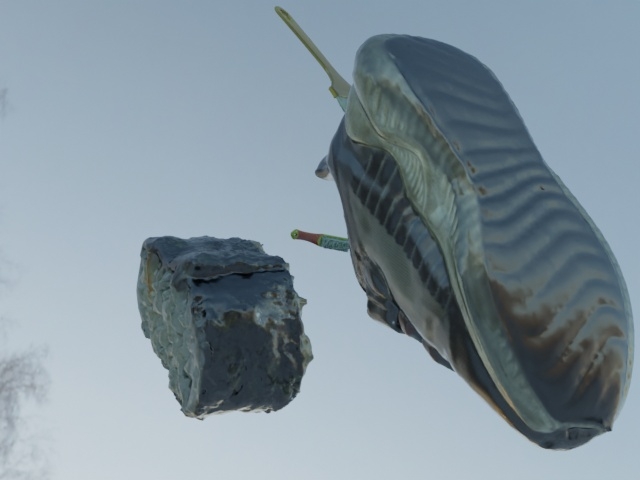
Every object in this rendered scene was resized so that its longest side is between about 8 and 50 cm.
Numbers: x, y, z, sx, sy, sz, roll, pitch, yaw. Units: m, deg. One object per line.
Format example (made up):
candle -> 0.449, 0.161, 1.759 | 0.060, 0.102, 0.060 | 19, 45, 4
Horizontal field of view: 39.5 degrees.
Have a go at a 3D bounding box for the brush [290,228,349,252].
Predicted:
brush -> 0.000, 0.000, 1.201 | 0.083, 0.021, 0.018 | 12, -75, -18

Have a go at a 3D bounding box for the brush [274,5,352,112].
brush -> 0.004, -0.212, 1.075 | 0.011, 0.205, 0.083 | -44, -20, 25

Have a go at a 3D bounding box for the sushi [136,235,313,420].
sushi -> -0.139, 0.101, 1.215 | 0.171, 0.350, 0.210 | -3, -74, -23

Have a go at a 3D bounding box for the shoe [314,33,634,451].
shoe -> 0.066, 0.004, 0.452 | 0.099, 0.227, 0.112 | -5, -27, -34
